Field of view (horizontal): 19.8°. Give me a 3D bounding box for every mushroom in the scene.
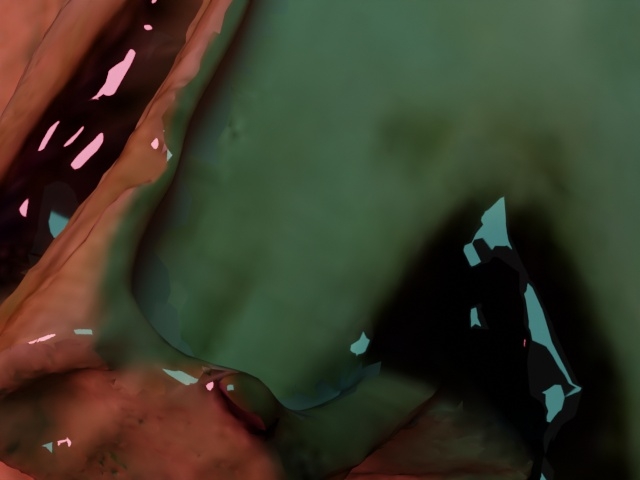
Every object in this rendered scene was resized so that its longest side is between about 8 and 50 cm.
[{"bbox_3d":[0.007,0.000,0.598,0.217,0.212,0.292,36,42,-23],"label":"mushroom"}]
